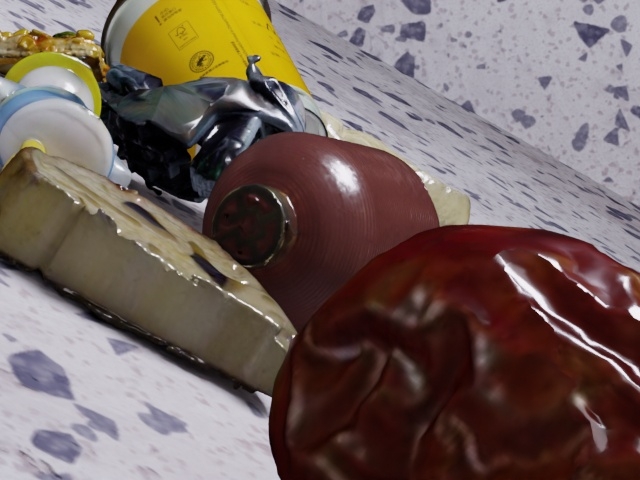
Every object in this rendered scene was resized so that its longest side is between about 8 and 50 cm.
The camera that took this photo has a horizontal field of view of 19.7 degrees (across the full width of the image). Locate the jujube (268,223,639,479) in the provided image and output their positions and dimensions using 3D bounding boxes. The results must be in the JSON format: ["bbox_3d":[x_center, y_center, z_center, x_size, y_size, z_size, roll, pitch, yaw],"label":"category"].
[{"bbox_3d":[0.150,0.156,1.060,0.377,0.276,0.276,39,15,32],"label":"jujube"}]

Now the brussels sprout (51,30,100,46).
[{"bbox_3d":[-0.261,-0.206,2.030,0.051,0.046,0.083,10,23,-49],"label":"brussels sprout"}]

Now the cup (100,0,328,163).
[{"bbox_3d":[-0.106,-0.162,1.931,0.196,0.196,0.280,19,25,-41],"label":"cup"}]

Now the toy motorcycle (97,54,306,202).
[{"bbox_3d":[-0.120,-0.112,1.730,0.270,0.106,0.159,25,49,38],"label":"toy motorcycle"}]

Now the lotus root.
[{"bbox_3d":[-0.133,0.019,1.403,0.260,0.074,0.170,29,10,-8],"label":"lotus root"}]

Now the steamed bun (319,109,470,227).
[{"bbox_3d":[0.040,-0.063,2.024,0.212,0.110,0.231,29,3,-13],"label":"steamed bun"}]

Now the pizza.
[{"bbox_3d":[-0.262,-0.182,1.830,0.178,0.041,0.131,12,-16,-28],"label":"pizza"}]

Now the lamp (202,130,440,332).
[{"bbox_3d":[0.000,0.000,1.575,0.180,0.180,0.258,37,13,28],"label":"lamp"}]

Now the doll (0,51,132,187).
[{"bbox_3d":[-0.228,-0.097,1.578,0.135,0.099,0.241,3,18,-12],"label":"doll"}]
